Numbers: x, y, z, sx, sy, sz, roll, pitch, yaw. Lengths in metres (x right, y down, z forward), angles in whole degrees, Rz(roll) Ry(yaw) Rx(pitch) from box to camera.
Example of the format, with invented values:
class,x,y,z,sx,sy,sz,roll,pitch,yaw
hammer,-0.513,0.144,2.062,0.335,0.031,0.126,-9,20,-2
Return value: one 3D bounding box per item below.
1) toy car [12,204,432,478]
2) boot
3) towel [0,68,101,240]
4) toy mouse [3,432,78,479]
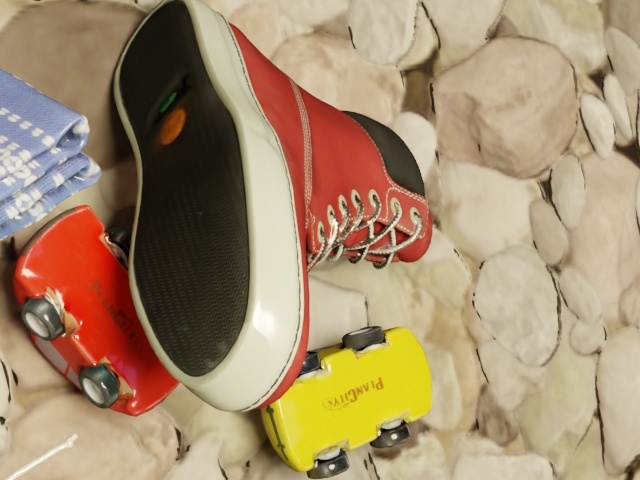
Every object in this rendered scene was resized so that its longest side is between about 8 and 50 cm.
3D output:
class,x,y,z,sx,sy,sz,roll,pitch,yaw
toy car,-0.063,0.122,0.731,0.239,0.053,0.225,21,72,-31
boot,0.000,0.000,0.716,0.176,0.088,0.244,30,30,-31
towel,-0.270,0.013,0.512,0.336,0.243,0.040,-41,145,-33
toy mouse,-0.199,0.119,0.628,0.143,0.031,0.161,31,83,-16
